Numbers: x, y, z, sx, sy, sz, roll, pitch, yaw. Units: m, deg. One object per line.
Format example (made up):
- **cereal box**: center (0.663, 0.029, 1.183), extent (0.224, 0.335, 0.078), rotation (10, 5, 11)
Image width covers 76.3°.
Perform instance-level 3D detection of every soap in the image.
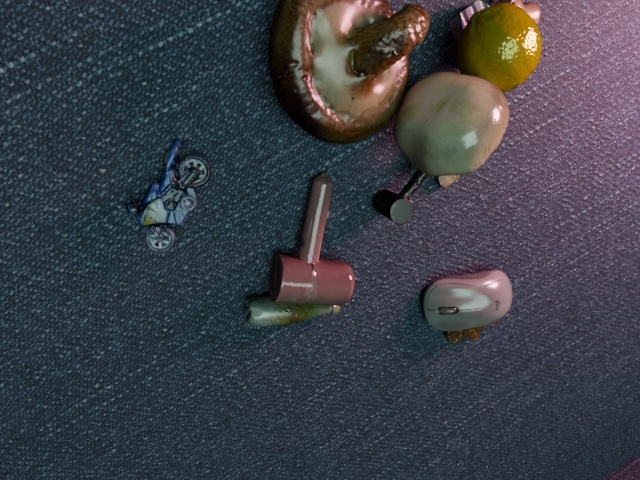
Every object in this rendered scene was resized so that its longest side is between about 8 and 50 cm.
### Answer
- **soap**: center (0.391, -0.520, 1.018), extent (0.100, 0.056, 0.149), rotation (-39, 118, 3)

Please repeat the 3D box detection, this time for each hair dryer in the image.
- **hair dryer**: center (0.245, -0.164, 1.086), extent (0.070, 0.114, 0.248), rotation (33, 95, -28)
- **hair dryer**: center (0.000, 0.000, 1.076), extent (0.210, 0.125, 0.353), rotation (8, 102, -21)

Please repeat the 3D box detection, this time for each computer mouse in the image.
- **computer mouse**: center (0.477, 0.196, 1.284), extent (0.296, 0.121, 0.185), rotation (-7, 107, -12)

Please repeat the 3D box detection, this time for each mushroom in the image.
- **mushroom**: center (0.044, -0.383, 0.888), extent (0.344, 0.239, 0.346), rotation (0, 97, -3)
- **mushroom**: center (0.303, -0.252, 0.947), extent (0.253, 0.261, 0.234), rotation (-8, 153, 28)

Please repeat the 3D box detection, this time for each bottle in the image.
- **bottle**: center (-0.073, 0.195, 1.141), extent (0.269, 0.083, 0.083), rotation (2, 110, -21)

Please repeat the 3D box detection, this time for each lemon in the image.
- **lemon**: center (0.400, -0.436, 0.929), extent (0.203, 0.178, 0.178), rotation (36, 97, -27)

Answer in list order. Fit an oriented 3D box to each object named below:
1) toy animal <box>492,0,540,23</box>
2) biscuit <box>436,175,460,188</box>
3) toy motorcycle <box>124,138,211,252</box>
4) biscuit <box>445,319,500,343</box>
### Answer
- **toy animal**: center (0.491, -0.569, 1.022), extent (0.150, 0.083, 0.089), rotation (-1, 99, -30)
- **biscuit**: center (0.336, -0.269, 1.112), extent (0.188, 0.040, 0.266), rotation (-18, 116, -12)
- **toy motorcycle**: center (-0.353, -0.101, 0.931), extent (0.135, 0.092, 0.255), rotation (29, 91, -16)
- **biscuit**: center (0.512, 0.275, 1.390), extent (0.204, 0.031, 0.138), rotation (-34, 112, -4)
